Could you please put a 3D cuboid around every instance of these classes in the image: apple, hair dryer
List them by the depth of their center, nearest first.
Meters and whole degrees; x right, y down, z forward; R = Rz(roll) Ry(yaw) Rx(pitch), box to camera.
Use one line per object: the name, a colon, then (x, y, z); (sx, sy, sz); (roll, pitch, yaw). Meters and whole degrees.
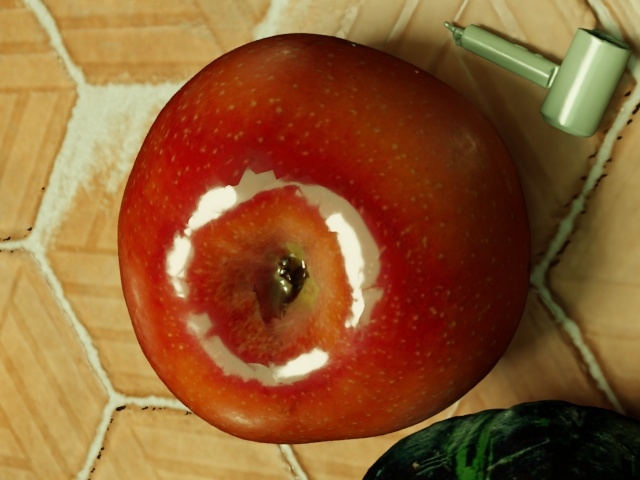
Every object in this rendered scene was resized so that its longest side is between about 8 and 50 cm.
apple: (0.000, 0.000, 0.709); (0.260, 0.216, 0.260); (5, 107, 15)
hair dryer: (0.134, -0.120, 0.733); (0.124, 0.038, 0.063); (31, 112, 25)

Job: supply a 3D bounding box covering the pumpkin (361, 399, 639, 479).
pumpkin: (0.150, 0.235, 0.694); (0.315, 0.238, 0.315); (9, 123, 14)
